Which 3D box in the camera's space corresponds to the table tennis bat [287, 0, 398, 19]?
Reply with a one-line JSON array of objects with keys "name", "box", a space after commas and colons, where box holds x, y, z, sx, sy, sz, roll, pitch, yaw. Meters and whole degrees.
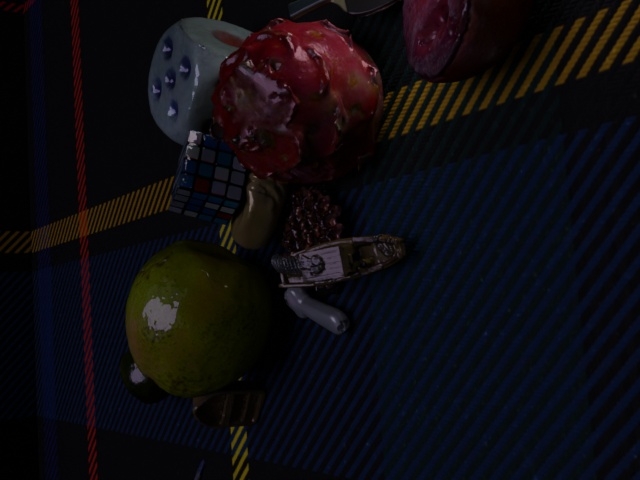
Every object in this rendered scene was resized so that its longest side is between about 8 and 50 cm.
[{"name": "table tennis bat", "box": [0.066, -0.532, 1.624, 0.301, 0.022, 0.174, -20, 71, 23]}]

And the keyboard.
[{"name": "keyboard", "box": [0.000, 0.000, 1.812, 0.106, 0.016, 0.263, -22, 73, 51]}]

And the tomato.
[{"name": "tomato", "box": [0.259, -0.443, 1.360, 0.289, 0.176, 0.335, 159, 107, -72]}]

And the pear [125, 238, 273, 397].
[{"name": "pear", "box": [-0.301, 0.197, 1.916, 0.391, 0.390, 0.392, 0, 90, 52]}]

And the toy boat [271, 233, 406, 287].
[{"name": "toy boat", "box": [0.033, 0.043, 1.629, 0.321, 0.121, 0.089, -12, 86, 33]}]

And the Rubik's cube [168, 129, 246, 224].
[{"name": "Rubik's cube", "box": [-0.261, -0.146, 1.831, 0.154, 0.151, 0.155, 136, 145, -62]}]

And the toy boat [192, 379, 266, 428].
[{"name": "toy boat", "box": [-0.243, 0.416, 1.994, 0.061, 0.188, 0.116, 46, 125, 53]}]

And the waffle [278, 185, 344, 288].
[{"name": "waffle", "box": [-0.019, -0.008, 1.782, 0.221, 0.055, 0.235, 19, 110, 49]}]

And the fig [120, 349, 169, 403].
[{"name": "fig", "box": [-0.481, 0.368, 2.330, 0.244, 0.195, 0.195, -39, 53, 5]}]

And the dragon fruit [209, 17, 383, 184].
[{"name": "dragon fruit", "box": [-0.063, -0.295, 1.643, 0.386, 0.249, 0.371, 41, 106, 21]}]

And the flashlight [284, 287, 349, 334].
[{"name": "flashlight", "box": [-0.007, 0.157, 1.785, 0.200, 0.047, 0.093, 23, 142, 46]}]

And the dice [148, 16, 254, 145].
[{"name": "dice", "box": [-0.256, -0.382, 1.945, 0.265, 0.267, 0.263, 50, 128, 39]}]

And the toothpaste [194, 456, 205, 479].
[{"name": "toothpaste", "box": [-0.351, 0.672, 2.272, 0.024, 0.015, 0.083, 34, 111, 48]}]

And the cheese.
[{"name": "cheese", "box": [-0.147, -0.087, 1.872, 0.214, 0.117, 0.226, -109, 35, -67]}]
